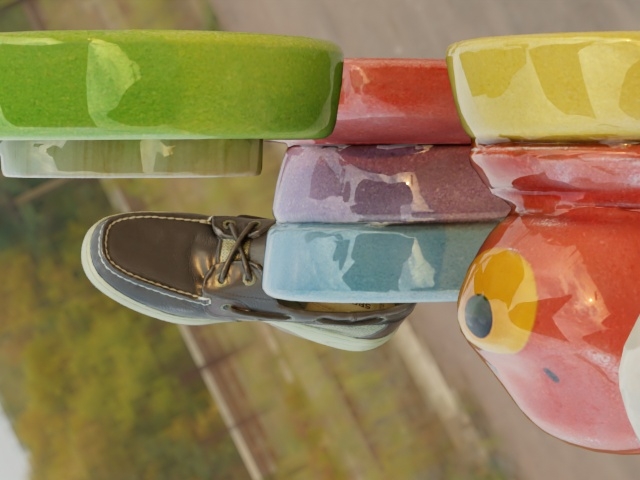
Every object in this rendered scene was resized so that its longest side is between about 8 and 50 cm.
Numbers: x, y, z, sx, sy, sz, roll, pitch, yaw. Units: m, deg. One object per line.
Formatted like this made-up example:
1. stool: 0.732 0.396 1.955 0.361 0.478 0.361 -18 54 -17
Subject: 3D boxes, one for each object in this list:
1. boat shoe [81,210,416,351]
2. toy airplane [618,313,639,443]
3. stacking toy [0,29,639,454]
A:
1. boat shoe: -0.041 0.016 1.285 0.073 0.223 0.080 134 146 -58
2. toy airplane: 0.236 -0.130 0.421 0.272 0.386 0.384 33 114 38
3. stacking toy: 0.000 0.000 0.682 0.309 0.279 0.130 -172 82 -76
